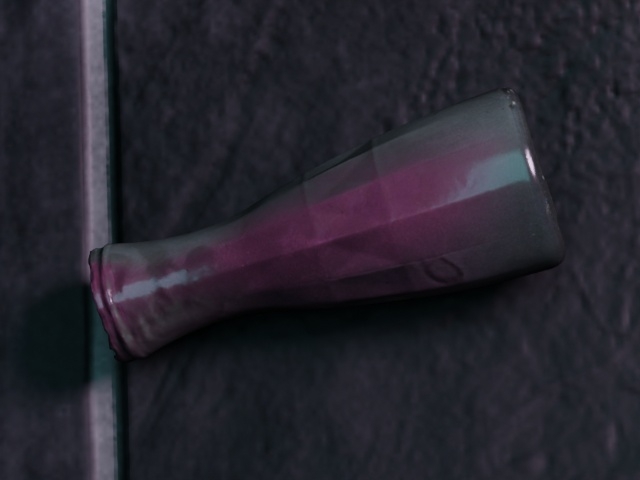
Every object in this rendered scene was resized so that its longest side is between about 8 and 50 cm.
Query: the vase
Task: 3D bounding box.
[{"bbox_3d":[0.000,0.000,0.804,0.214,0.086,0.086,-17,74,7],"label":"vase"}]
